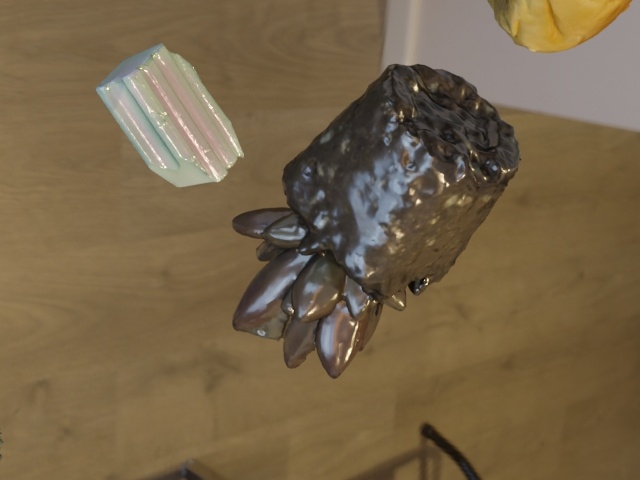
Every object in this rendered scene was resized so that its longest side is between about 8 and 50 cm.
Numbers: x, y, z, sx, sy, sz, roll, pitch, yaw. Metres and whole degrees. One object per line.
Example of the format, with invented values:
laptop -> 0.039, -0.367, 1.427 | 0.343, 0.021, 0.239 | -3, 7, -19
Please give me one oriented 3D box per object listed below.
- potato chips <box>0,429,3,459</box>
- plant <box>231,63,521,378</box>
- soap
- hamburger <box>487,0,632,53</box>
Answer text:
potato chips -> -0.507, 0.260, 1.479 | 0.092, 0.208, 0.028 | -30, 127, -66
plant -> 0.049, -0.009, 1.054 | 0.182, 0.194, 0.320 | -9, 148, -43
soap -> -0.234, -0.186, 1.695 | 0.230, 0.091, 0.145 | 59, 37, -23
hamburger -> 0.188, -0.286, 0.696 | 0.158, 0.318, 0.318 | 27, 83, -7
